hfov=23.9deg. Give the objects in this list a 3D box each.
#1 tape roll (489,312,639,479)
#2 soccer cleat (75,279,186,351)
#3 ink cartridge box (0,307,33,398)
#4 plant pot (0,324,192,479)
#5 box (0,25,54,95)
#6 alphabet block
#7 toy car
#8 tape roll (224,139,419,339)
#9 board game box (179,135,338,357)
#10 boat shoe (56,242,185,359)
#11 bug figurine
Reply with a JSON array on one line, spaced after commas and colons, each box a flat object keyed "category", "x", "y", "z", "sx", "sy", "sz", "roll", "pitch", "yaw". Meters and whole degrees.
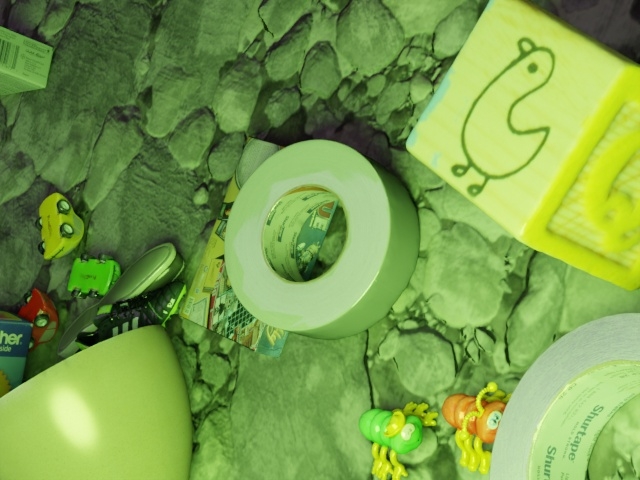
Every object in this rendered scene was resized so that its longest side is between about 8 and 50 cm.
[{"category": "tape roll", "x": 0.282, "y": 0.206, "z": 1.336, "sx": 0.275, "sy": 0.090, "sz": 0.275, "roll": -20, "pitch": 60, "yaw": 41}, {"category": "soccer cleat", "x": -0.240, "y": 0.100, "z": 1.905, "sx": 0.179, "sy": 0.072, "sz": 0.060, "roll": -40, "pitch": 18, "yaw": 29}, {"category": "ink cartridge box", "x": -0.559, "y": 0.217, "z": 2.059, "sx": 0.151, "sy": 0.270, "sz": 0.395, "roll": 13, "pitch": 95, "yaw": 48}, {"category": "plant pot", "x": -0.264, "y": 0.255, "z": 1.807, "sx": 0.284, "sy": 0.284, "sz": 0.191, "roll": -37, "pitch": 79, "yaw": 32}, {"category": "box", "x": -0.513, "y": -0.285, "z": 2.384, "sx": 0.137, "sy": 0.126, "sz": 0.072, "roll": -2, "pitch": 73, "yaw": 47}, {"category": "alphabet block", "x": 0.236, "y": -0.096, "z": 1.437, "sx": 0.197, "sy": 0.193, "sz": 0.192, "roll": 42, "pitch": 107, "yaw": 47}, {"category": "toy car", "x": -0.340, "y": 0.054, "z": 2.107, "sx": 0.225, "sy": 0.053, "sz": 0.239, "roll": 3, "pitch": 77, "yaw": 48}, {"category": "tape roll", "x": 0.000, "y": 0.000, "z": 1.705, "sx": 0.219, "sy": 0.072, "sz": 0.219, "roll": -8, "pitch": 74, "yaw": 30}, {"category": "board game box", "x": -0.070, "y": 0.005, "z": 1.841, "sx": 0.165, "sy": 0.042, "sz": 0.243, "roll": 20, "pitch": 89, "yaw": 50}, {"category": "boat shoe", "x": -0.249, "y": 0.091, "z": 1.983, "sx": 0.228, "sy": 0.069, "sz": 0.081, "roll": -41, "pitch": 23, "yaw": 23}, {"category": "bug figurine", "x": 0.081, "y": 0.250, "z": 1.498, "sx": 0.216, "sy": 0.072, "sz": 0.279, "roll": 4, "pitch": 61, "yaw": 55}]
